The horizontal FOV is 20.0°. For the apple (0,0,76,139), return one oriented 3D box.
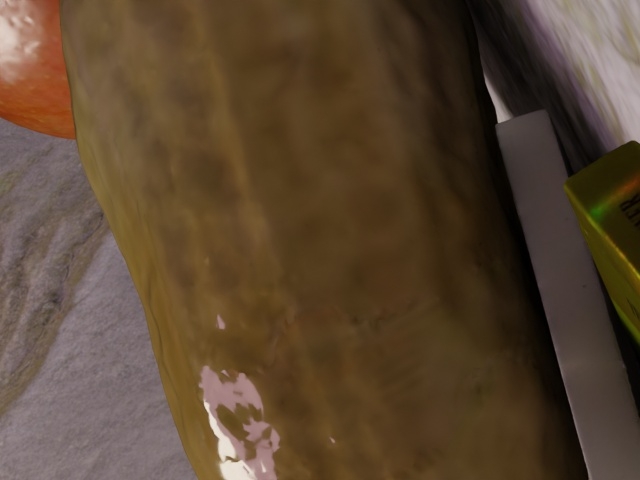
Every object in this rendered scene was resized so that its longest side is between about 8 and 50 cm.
[{"bbox_3d":[-0.105,-0.166,0.878,0.252,0.206,0.272,64,179,-25],"label":"apple"}]

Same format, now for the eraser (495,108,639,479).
[{"bbox_3d":[0.095,0.041,0.614,0.104,0.023,0.150,53,-158,-59],"label":"eraser"}]

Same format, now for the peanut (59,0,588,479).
[{"bbox_3d":[-0.001,-0.002,0.673,0.174,0.158,0.340,106,152,-62],"label":"peanut"}]

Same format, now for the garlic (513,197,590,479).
[{"bbox_3d":[0.114,0.073,0.806,0.198,0.090,0.129,52,-159,-48],"label":"garlic"}]

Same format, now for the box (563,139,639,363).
[{"bbox_3d":[0.137,0.072,0.547,0.193,0.030,0.121,61,179,-40],"label":"box"}]
